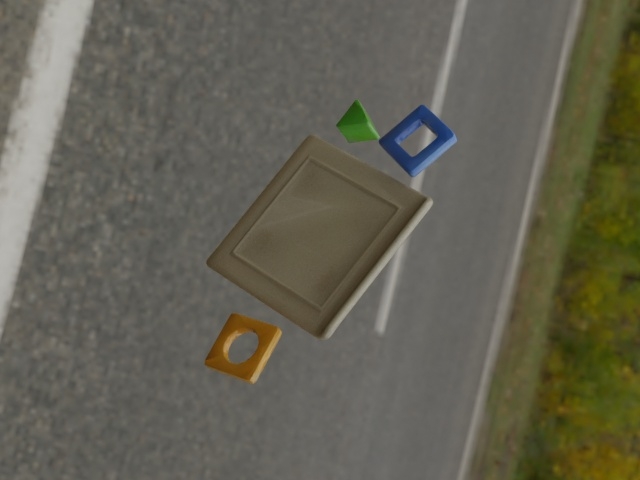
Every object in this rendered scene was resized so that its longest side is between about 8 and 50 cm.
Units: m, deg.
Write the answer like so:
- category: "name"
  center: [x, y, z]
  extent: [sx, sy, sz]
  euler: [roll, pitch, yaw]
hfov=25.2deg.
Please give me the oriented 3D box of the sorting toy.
- category: "sorting toy"
  center: [0.000, 0.000, 1.469]
  extent: [0.348, 0.196, 0.047]
  euler: [-51, 140, -11]
